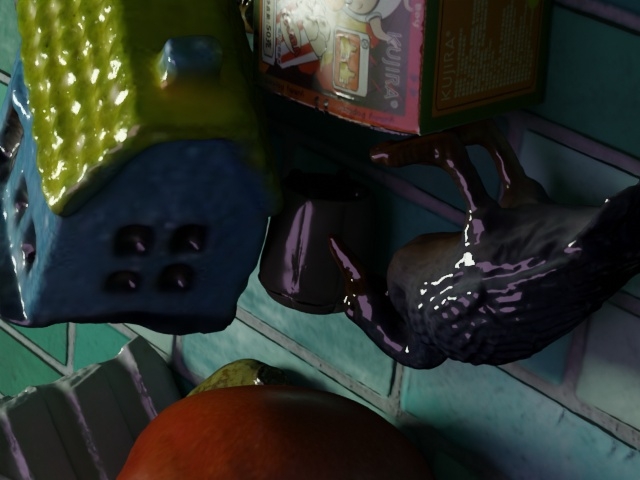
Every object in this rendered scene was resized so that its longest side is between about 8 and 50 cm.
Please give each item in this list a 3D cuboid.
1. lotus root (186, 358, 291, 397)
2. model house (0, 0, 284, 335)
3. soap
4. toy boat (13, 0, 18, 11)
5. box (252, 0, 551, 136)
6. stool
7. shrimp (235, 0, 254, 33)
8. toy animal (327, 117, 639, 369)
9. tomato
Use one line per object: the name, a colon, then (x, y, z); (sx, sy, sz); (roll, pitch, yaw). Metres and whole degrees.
lotus root: (-0.085, 0.166, 1.459); (0.179, 0.080, 0.089); (-38, 73, 47)
model house: (-0.139, -0.095, 1.261); (0.303, 0.215, 0.237); (119, 146, -48)
soap: (-0.227, 0.282, 1.527); (0.159, 0.257, 0.302); (-38, 75, 47)
toy boat: (-0.220, -0.287, 1.421); (0.293, 0.111, 0.276); (125, 142, -49)
box: (0.056, -0.196, 1.123); (0.177, 0.148, 0.195); (23, 120, 41)
stool: (0.000, 0.000, 1.298); (0.096, 0.096, 0.110); (26, 118, 41)
shrimp: (-0.081, -0.239, 1.357); (0.162, 0.045, 0.095); (41, 153, 27)
toy animal: (0.123, 0.003, 1.131); (0.298, 0.122, 0.185); (-8, 100, 37)
tomato: (-0.034, 0.285, 1.263); (0.272, 0.341, 0.341); (-2, 103, 21)
